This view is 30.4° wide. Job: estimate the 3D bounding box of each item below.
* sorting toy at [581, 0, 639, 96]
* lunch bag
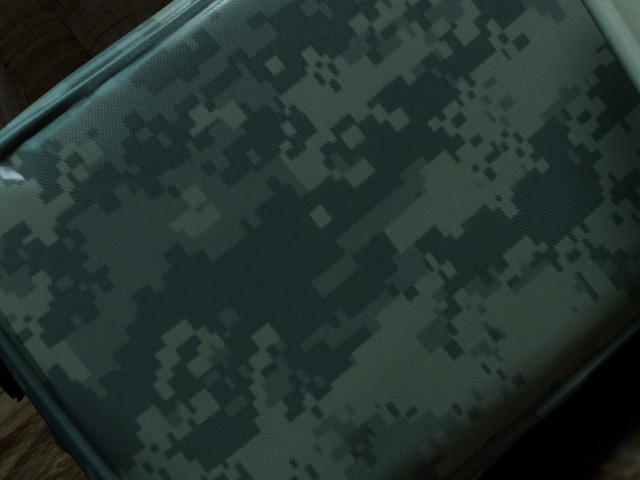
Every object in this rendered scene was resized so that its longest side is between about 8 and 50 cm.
[{"bbox_3d":[0.193,-0.083,0.337,0.208,0.193,0.038,-31,-25,16],"label":"sorting toy"},{"bbox_3d":[0.000,0.000,0.528,0.305,0.212,0.256,-40,-2,-12],"label":"lunch bag"}]
